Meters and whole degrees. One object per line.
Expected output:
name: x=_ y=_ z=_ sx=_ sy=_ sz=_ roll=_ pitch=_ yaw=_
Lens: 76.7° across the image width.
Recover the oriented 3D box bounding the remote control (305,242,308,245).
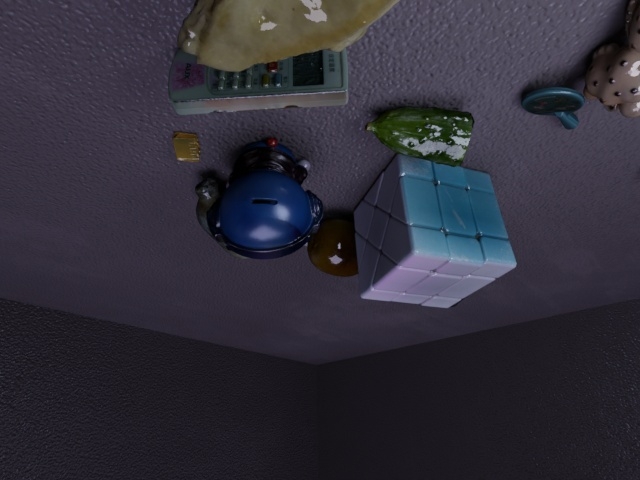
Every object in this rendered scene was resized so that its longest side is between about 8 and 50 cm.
remote control: x=0.000 y=0.000 z=1.478 sx=0.228 sy=0.044 sz=0.073 roll=23 pitch=133 yaw=-24

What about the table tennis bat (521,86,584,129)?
table tennis bat: x=0.544 y=-0.303 z=0.926 sx=0.201 sy=0.034 sz=0.124 roll=14 pitch=177 yaw=-41

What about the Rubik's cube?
Rubik's cube: x=0.304 y=-0.013 z=1.177 sx=0.315 sy=0.322 sz=0.319 roll=9 pitch=149 yaw=-17

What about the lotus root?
lotus root: x=-0.269 y=-0.051 z=1.238 sx=0.174 sy=0.175 sz=0.349 roll=-14 pitch=146 yaw=21

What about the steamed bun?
steamed bun: x=0.007 y=-0.391 z=0.597 sx=0.427 sy=0.190 sz=0.247 roll=-16 pitch=152 yaw=36

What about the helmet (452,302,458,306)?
helmet: x=0.457 y=0.078 z=1.460 sx=0.177 sy=0.306 sz=0.225 roll=-34 pitch=133 yaw=6

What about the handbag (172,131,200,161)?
handbag: x=-0.341 y=-0.239 z=1.035 sx=0.061 sy=0.027 sz=0.083 roll=4 pitch=150 yaw=-9

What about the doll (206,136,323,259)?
doll: x=-0.136 y=-0.093 z=1.020 sx=0.283 sy=0.310 sz=0.240 roll=1 pitch=150 yaw=-4

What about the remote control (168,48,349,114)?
remote control: x=-0.118 y=-0.317 z=0.781 sx=0.343 sy=0.145 sz=0.050 roll=-3 pitch=156 yaw=2

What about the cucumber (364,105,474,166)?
cucumber: x=0.222 y=-0.251 z=0.947 sx=0.244 sy=0.135 sz=0.134 roll=7 pitch=151 yaw=-8

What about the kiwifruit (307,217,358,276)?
kiwifruit: x=0.074 y=0.026 z=1.373 sx=0.233 sy=0.196 sz=0.196 roll=12 pitch=149 yaw=-28

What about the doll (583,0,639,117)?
doll: x=0.603 y=-0.359 z=0.740 sx=0.119 sy=0.154 sz=0.278 roll=-25 pitch=153 yaw=-15
